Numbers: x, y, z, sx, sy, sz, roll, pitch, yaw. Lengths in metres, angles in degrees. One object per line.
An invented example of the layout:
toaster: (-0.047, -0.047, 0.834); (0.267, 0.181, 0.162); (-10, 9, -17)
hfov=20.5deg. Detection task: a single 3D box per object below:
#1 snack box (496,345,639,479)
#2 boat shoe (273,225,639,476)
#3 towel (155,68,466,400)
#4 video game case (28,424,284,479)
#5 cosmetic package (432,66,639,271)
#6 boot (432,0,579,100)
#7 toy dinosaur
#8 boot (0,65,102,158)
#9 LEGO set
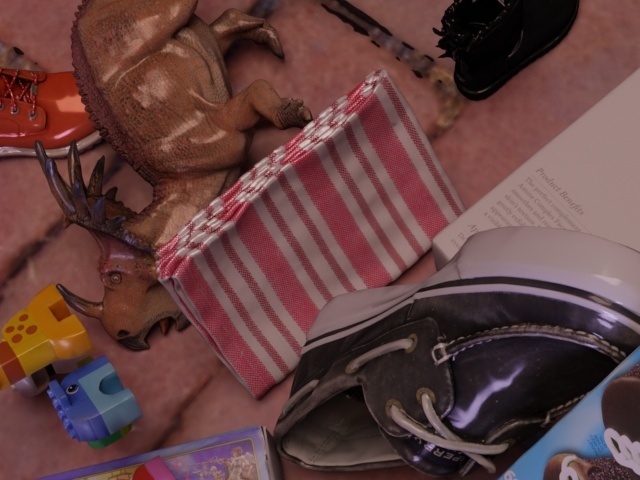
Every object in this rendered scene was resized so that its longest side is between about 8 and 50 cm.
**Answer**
snack box: (0.232, 0.193, 0.834); (0.187, 0.060, 0.322); (-50, 59, 36)
boat shoe: (0.084, 0.084, 1.020); (0.121, 0.335, 0.119); (32, 65, -17)
towel: (0.000, 0.000, 1.145); (0.197, 0.144, 0.029); (-40, 42, -7)
video game case: (-0.137, 0.266, 1.104); (0.269, 0.061, 0.244); (-14, 67, 5)
cosmetic package: (0.195, -0.019, 1.146); (0.231, 0.085, 0.117); (-38, 66, -8)
boot: (0.129, -0.154, 1.204); (0.121, 0.099, 0.045); (-43, 68, -8)
toy dinosaur: (-0.117, -0.096, 1.210); (0.200, 0.127, 0.296); (-20, 68, 0)
boot: (-0.215, -0.097, 1.258); (0.158, 0.084, 0.059); (-11, 63, 4)
LEGO set: (-0.176, 0.103, 1.112); (0.093, 0.087, 0.227); (-29, 40, -13)
